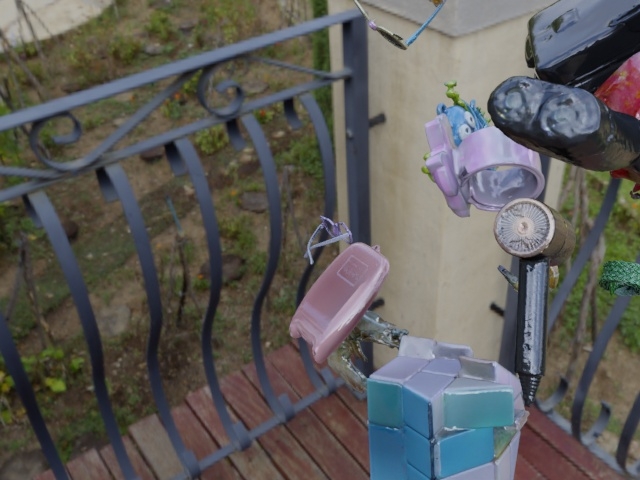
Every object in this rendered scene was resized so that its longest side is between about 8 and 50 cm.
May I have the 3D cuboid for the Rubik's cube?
[{"bbox_3d":[0.288,0.425,1.665,0.358,0.387,0.368,5,14,32],"label":"Rubik's cube"}]

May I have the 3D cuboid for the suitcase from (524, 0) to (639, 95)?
[{"bbox_3d":[0.641,-0.477,1.690,0.339,0.188,0.345,-26,30,28],"label":"suitcase"}]

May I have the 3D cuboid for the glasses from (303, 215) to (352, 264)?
[{"bbox_3d":[0.000,0.000,1.635,0.104,0.062,0.140,-32,22,-16],"label":"glasses"}]

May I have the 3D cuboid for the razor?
[{"bbox_3d":[0.408,-0.174,1.154,0.189,0.107,0.327,28,17,38],"label":"razor"}]

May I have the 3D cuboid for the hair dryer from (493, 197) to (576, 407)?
[{"bbox_3d":[0.376,0.112,1.283,0.107,0.352,0.189,2,-6,32],"label":"hair dryer"}]

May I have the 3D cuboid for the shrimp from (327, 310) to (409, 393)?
[{"bbox_3d":[0.125,0.294,1.935,0.085,0.247,0.360,-18,9,-41],"label":"shrimp"}]

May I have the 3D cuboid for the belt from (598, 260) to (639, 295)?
[{"bbox_3d":[0.782,0.108,1.880,0.121,0.151,0.079,16,80,11],"label":"belt"}]

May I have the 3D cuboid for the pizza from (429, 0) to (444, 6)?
[{"bbox_3d":[0.136,-0.420,0.999,0.201,0.193,0.053,6,42,24],"label":"pizza"}]

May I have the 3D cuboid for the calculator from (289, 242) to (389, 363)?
[{"bbox_3d":[0.047,0.141,1.868,0.330,0.048,0.220,-53,33,-2],"label":"calculator"}]

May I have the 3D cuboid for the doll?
[{"bbox_3d":[0.444,-0.276,2.184,0.099,0.341,0.346,-14,40,52],"label":"doll"}]

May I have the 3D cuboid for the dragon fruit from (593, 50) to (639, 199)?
[{"bbox_3d":[0.719,-0.219,1.389,0.386,0.371,0.249,-7,64,-7],"label":"dragon fruit"}]

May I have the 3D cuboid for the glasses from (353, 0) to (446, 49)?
[{"bbox_3d":[0.198,-0.551,1.704,0.220,0.088,0.190,-37,71,-15],"label":"glasses"}]

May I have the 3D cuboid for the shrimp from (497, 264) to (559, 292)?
[{"bbox_3d":[0.525,0.051,1.900,0.051,0.150,0.217,-10,63,-42],"label":"shrimp"}]

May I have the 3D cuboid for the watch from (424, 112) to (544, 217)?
[{"bbox_3d":[0.361,-0.172,1.582,0.217,0.248,0.211,-12,55,20],"label":"watch"}]
